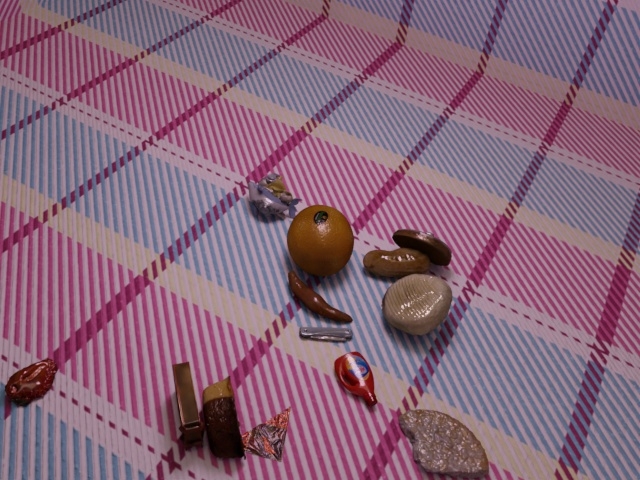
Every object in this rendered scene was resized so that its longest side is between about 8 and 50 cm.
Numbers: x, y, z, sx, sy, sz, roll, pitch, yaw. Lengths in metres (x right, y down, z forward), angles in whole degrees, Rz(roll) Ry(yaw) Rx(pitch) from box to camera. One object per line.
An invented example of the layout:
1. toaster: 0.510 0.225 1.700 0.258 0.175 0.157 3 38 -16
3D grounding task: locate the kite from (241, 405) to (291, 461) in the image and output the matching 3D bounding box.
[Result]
1. kite: -0.135 0.523 1.699 0.222 0.008 0.125 -23 55 -29

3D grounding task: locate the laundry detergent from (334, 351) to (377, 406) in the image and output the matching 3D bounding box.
1. laundry detergent: 0.106 0.393 1.842 0.097 0.049 0.165 -17 50 -16

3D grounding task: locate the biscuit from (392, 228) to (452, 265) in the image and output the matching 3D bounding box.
1. biscuit: 0.342 0.013 2.188 0.208 0.181 0.049 24 73 19

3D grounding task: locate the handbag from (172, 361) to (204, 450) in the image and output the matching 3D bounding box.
1. handbag: -0.339 0.425 1.677 0.063 0.127 0.190 -8 46 -15

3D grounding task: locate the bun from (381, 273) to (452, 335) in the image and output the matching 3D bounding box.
1. bun: 0.300 0.201 2.013 0.220 0.134 0.220 -16 35 12

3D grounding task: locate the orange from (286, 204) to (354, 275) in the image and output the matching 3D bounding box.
1. orange: 0.000 0.000 2.113 0.236 0.236 0.236 5 44 -5

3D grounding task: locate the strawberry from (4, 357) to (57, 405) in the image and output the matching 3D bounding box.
1. strawberry: -0.759 0.366 1.723 0.104 0.048 0.152 24 49 10

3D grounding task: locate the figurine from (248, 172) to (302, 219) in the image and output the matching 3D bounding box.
1. figurine: -0.164 -0.155 2.314 0.208 0.128 0.184 25 43 4

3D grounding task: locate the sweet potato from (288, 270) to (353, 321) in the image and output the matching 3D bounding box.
1. sweet potato: -0.017 0.186 2.031 0.255 0.058 0.078 35 29 19

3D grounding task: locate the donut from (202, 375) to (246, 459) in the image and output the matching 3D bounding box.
1. donut: -0.254 0.439 1.676 0.085 0.141 0.217 -11 39 -8

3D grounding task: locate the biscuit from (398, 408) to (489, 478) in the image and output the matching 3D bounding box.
1. biscuit: 0.320 0.542 1.731 0.265 0.040 0.188 32 48 24

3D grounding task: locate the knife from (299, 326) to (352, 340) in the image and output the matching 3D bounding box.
1. knife: 0.017 0.280 1.962 0.162 0.023 0.044 3 48 -8

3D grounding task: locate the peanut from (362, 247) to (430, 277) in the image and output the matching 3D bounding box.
1. peanut: 0.251 0.073 2.169 0.226 0.095 0.108 -1 29 -5
